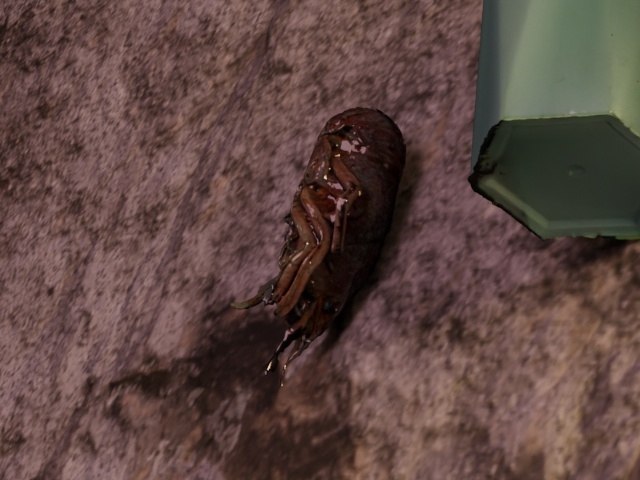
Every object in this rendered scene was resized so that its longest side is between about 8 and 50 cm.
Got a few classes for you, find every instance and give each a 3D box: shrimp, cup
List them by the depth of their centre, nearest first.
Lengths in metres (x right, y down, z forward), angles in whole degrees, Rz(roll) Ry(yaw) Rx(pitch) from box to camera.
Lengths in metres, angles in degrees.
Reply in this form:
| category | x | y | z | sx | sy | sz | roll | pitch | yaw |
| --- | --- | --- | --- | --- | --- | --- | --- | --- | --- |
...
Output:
| category | x | y | z | sx | sy | sz | roll | pitch | yaw |
| --- | --- | --- | --- | --- | --- | --- | --- | --- | --- |
| cup | 0.145 | -0.124 | 1.006 | 0.134 | 0.148 | 0.235 | 106 | 180 | -53 |
| shrimp | 0.001 | 0.001 | 1.169 | 0.073 | 0.075 | 0.190 | 11 | 74 | 27 |
